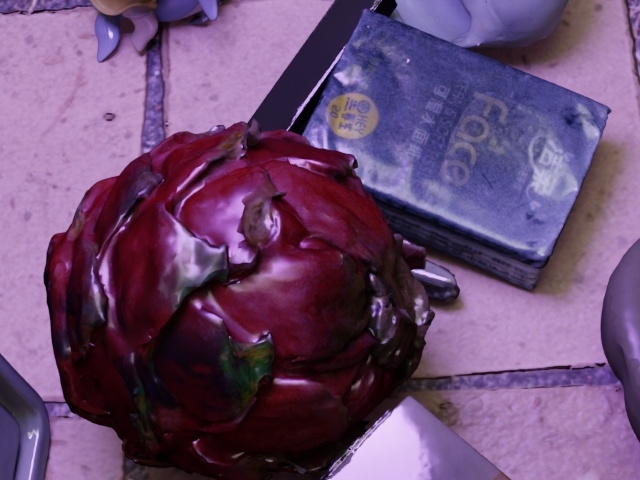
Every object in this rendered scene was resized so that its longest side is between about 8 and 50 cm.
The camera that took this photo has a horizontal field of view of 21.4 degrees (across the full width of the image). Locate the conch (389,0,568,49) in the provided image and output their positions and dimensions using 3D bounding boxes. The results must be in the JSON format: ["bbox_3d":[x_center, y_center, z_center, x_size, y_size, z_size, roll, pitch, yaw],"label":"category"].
[{"bbox_3d":[0.153,-0.266,1.694,0.221,0.121,0.185,23,77,37],"label":"conch"}]

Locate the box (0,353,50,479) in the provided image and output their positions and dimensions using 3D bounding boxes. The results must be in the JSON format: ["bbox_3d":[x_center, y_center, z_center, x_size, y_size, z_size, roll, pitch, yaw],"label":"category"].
[{"bbox_3d":[-0.363,0.256,1.450,0.182,0.175,0.312,-4,60,16],"label":"box"}]

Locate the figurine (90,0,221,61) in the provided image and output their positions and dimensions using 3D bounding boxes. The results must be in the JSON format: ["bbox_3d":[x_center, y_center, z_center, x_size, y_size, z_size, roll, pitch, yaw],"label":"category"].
[{"bbox_3d":[-0.180,-0.275,1.722,0.208,0.184,0.128,-37,50,36],"label":"figurine"}]

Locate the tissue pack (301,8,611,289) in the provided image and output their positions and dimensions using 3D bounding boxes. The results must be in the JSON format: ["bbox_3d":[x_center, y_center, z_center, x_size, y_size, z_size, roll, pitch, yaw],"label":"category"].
[{"bbox_3d":[0.121,-0.087,1.599,0.257,0.081,0.185,23,68,6],"label":"tissue pack"}]

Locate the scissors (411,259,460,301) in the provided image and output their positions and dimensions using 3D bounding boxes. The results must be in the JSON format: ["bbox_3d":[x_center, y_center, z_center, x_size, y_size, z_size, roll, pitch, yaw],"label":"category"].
[{"bbox_3d":[0.000,0.000,1.610,0.289,0.041,0.138,21,58,19],"label":"scissors"}]

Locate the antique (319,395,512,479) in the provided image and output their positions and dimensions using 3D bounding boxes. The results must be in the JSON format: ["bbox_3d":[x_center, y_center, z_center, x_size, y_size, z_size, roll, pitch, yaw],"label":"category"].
[{"bbox_3d":[0.074,0.245,1.405,0.148,0.146,0.152,38,71,22],"label":"antique"}]

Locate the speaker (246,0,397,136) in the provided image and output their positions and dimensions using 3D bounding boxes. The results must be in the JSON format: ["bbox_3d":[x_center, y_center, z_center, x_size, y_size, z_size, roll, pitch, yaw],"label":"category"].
[{"bbox_3d":[0.001,-0.175,1.684,0.046,0.040,0.191,33,84,22],"label":"speaker"}]

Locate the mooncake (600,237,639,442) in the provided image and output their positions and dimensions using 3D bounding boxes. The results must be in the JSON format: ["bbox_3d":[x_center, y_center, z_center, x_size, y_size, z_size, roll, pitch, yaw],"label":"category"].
[{"bbox_3d":[0.372,0.088,1.463,0.275,0.135,0.275,-3,57,5],"label":"mooncake"}]

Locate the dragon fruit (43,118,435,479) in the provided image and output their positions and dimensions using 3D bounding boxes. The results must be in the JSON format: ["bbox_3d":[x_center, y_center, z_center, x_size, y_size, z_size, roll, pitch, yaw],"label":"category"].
[{"bbox_3d":[-0.077,0.055,1.440,0.329,0.329,0.329,-3,60,6],"label":"dragon fruit"}]
